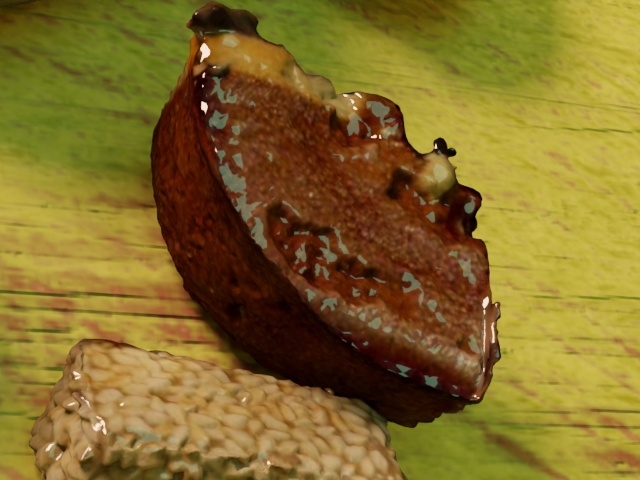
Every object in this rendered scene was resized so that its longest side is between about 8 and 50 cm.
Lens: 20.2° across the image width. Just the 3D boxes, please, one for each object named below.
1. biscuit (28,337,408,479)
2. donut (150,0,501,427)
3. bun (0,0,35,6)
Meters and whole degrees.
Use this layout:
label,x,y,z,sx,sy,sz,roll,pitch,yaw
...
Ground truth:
label,x,y,z,sx,sy,sz,roll,pitch,yaw
biscuit,-0.045,0.099,0.810,0.168,0.070,0.082,17,22,-23
donut,-0.010,-0.001,0.867,0.186,0.126,0.144,23,57,-15
bun,-0.177,-0.290,0.884,0.359,0.211,0.360,18,51,-24
